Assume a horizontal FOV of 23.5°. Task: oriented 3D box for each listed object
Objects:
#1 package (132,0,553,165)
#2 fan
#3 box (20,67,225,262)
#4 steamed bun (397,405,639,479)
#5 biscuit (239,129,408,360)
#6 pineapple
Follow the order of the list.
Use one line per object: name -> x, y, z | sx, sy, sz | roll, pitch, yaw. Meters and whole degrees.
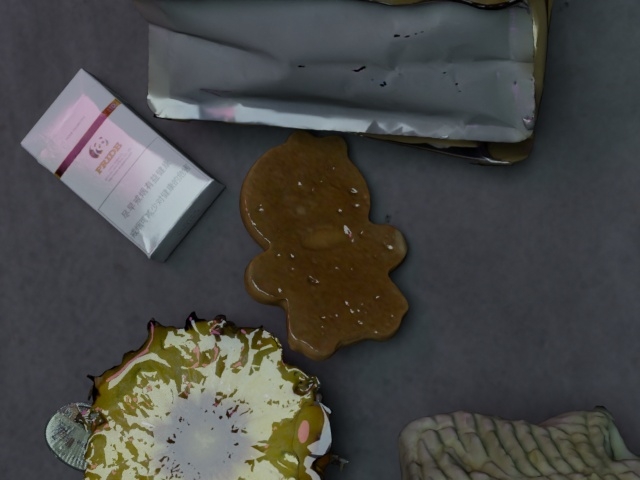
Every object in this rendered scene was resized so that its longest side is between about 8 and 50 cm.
package -> 0.022, -0.163, 1.196 | 0.311, 0.221, 0.165 | 5, 123, 12
fan -> -0.197, 0.149, 1.261 | 0.060, 0.003, 0.080 | 3, 83, 13
box -> -0.164, -0.062, 1.264 | 0.154, 0.040, 0.084 | 40, 95, 16
steamed bun -> 0.180, 0.253, 1.023 | 0.320, 0.275, 0.206 | 27, 116, 49
biscuit -> -0.003, 0.005, 1.201 | 0.133, 0.027, 0.184 | -27, 76, -19
pineapple -> -0.085, 0.161, 1.195 | 0.224, 0.076, 0.225 | -2, 79, 11
